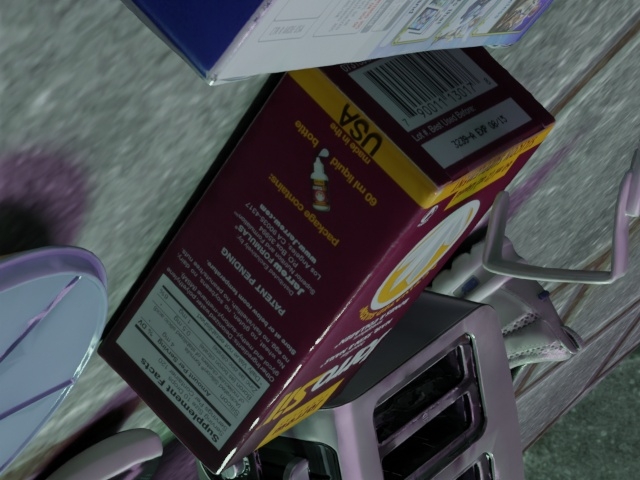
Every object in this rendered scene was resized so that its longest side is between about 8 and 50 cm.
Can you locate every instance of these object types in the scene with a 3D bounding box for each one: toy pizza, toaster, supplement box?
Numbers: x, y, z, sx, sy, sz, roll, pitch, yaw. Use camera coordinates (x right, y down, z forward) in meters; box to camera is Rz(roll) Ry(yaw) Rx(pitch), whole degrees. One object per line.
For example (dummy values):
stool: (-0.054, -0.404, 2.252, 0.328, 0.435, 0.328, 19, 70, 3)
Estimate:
toy pizza: (-0.155, 0.069, 0.662, 0.201, 0.032, 0.201, -42, 166, -13)
toaster: (0.026, 0.123, 1.078, 0.186, 0.110, 0.168, -32, 122, -43)
supplement box: (0.000, 0.000, 0.814, 0.104, 0.081, 0.188, -29, 160, -51)

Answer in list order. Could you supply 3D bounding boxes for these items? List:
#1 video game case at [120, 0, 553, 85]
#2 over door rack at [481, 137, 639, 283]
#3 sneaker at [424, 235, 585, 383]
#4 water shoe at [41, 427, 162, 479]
video game case: (0.081, -0.170, 0.574, 0.269, 0.061, 0.244, -50, 165, 22)
over door rack: (0.203, -0.129, 0.801, 0.239, 0.108, 0.324, -13, 127, -65)
sneaker: (0.067, 0.129, 1.357, 0.281, 0.115, 0.105, -51, 166, 25)
water shoe: (-0.136, 0.182, 0.965, 0.203, 0.080, 0.073, -46, 168, 8)
